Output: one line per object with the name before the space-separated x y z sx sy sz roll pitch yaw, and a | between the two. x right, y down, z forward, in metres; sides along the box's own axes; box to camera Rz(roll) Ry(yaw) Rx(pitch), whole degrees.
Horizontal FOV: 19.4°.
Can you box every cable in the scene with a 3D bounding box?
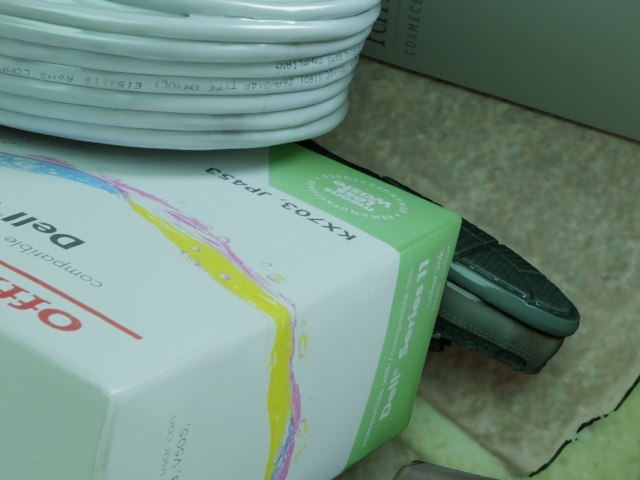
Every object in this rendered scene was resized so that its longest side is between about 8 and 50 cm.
cable | -0.102 -0.114 0.862 0.257 0.089 0.257 29 26 37

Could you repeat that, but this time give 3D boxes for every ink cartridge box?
ink cartridge box | -0.114 0.040 0.753 0.207 0.119 0.353 24 24 22

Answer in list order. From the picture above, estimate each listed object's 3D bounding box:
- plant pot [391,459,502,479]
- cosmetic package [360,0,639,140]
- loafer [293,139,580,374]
plant pot | 0.097 0.179 0.814 0.165 0.167 0.167 16 65 15
cosmetic package | 0.242 -0.149 0.929 0.453 0.230 0.161 18 66 7
loafer | 0.000 0.000 0.939 0.267 0.096 0.084 32 104 15
